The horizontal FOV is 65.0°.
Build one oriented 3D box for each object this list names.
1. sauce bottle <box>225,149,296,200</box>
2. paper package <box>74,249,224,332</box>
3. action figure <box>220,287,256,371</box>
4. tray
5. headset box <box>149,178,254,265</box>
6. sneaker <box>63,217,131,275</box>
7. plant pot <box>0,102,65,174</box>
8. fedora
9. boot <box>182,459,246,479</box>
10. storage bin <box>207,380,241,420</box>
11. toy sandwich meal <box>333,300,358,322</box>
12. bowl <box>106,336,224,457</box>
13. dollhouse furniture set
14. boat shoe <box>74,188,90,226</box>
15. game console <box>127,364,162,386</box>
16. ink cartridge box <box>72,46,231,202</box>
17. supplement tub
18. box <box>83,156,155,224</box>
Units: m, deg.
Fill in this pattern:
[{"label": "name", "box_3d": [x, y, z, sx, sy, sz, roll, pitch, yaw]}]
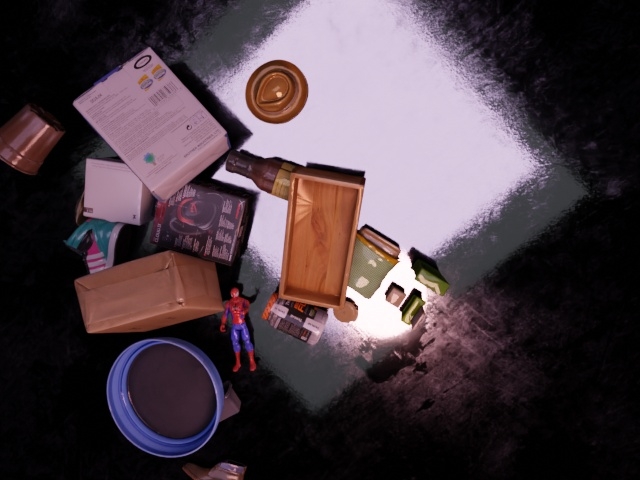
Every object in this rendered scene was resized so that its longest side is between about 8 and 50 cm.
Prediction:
[{"label": "sauce bottle", "box_3d": [-0.113, -0.182, 1.507, 0.345, 0.111, 0.111, 23, 102, 1]}, {"label": "paper package", "box_3d": [-0.485, 0.160, 1.481, 0.310, 0.325, 0.168, -16, 79, 8]}, {"label": "action figure", "box_3d": [-0.265, 0.294, 1.605, 0.092, 0.139, 0.280, -5, 98, 4]}, {"label": "tray", "box_3d": [0.000, 0.000, 1.471, 0.203, 0.076, 0.410, 11, 117, 6]}, {"label": "headset box", "box_3d": [-0.379, -0.072, 1.549, 0.294, 0.110, 0.217, 15, 102, 1]}, {"label": "sneaker", "box_3d": [-0.727, 0.051, 1.597, 0.179, 0.124, 0.295, 22, 107, 5]}, {"label": "plant pot", "box_3d": [-0.881, -0.314, 1.524, 0.165, 0.167, 0.167, -44, 95, 4]}, {"label": "fedora", "box_3d": [-0.134, -0.436, 1.472, 0.195, 0.079, 0.194, 1, 102, 5]}, {"label": "boot", "box_3d": [-0.365, 0.799, 1.756, 0.219, 0.082, 0.106, 24, 80, 4]}, {"label": "storage bin", "box_3d": [-0.337, 0.554, 1.686, 0.135, 0.098, 0.091, -31, 108, 10]}, {"label": "toy sandwich meal", "box_3d": [0.082, 0.227, 1.615, 0.086, 0.029, 0.085, 4, 107, 14]}, {"label": "bowl", "box_3d": [-0.494, 0.496, 1.617, 0.392, 0.077, 0.390, 1, 97, 12]}, {"label": "dollhouse furniture set", "box_3d": [0.198, 0.117, 1.519, 0.302, 0.151, 0.197, 31, 102, -2]}, {"label": "boat shoe", "box_3d": [-0.750, -0.121, 1.599, 0.049, 0.056, 0.152, 29, 99, 32]}, {"label": "game console", "box_3d": [-0.561, 0.493, 1.686, 0.124, 0.085, 0.143, -27, 98, -17]}, {"label": "ink cartridge box", "box_3d": [-0.485, -0.346, 1.421, 0.270, 0.151, 0.395, -42, 89, -11]}, {"label": "supplement tub", "box_3d": [-0.081, 0.242, 1.585, 0.191, 0.117, 0.116, 25, 102, -1]}, {"label": "box", "box_3d": [-0.611, -0.154, 1.547, 0.181, 0.119, 0.181, 9, 102, 2]}]
